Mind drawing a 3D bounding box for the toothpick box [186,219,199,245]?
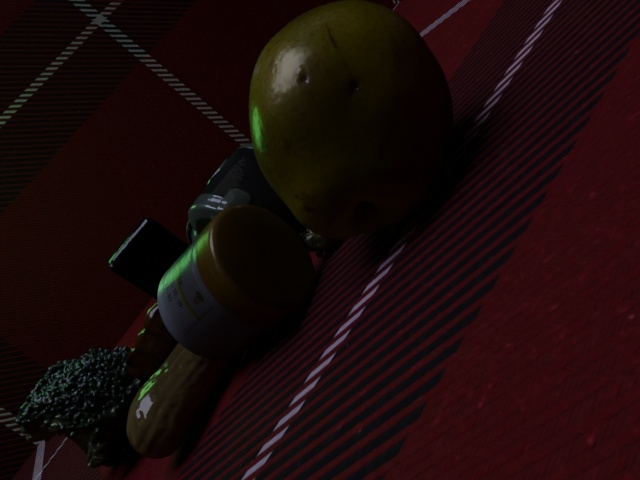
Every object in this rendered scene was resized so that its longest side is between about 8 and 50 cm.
[{"bbox_3d":[-0.315,-0.025,2.086,0.229,0.229,0.316,-52,16,-7],"label":"toothpick box"}]

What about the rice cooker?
[{"bbox_3d":[-0.164,-0.068,1.572,0.277,0.288,0.288,-57,15,-23],"label":"rice cooker"}]

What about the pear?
[{"bbox_3d":[0.053,-0.213,1.096,0.362,0.362,0.418,-37,49,43],"label":"pear"}]

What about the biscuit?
[{"bbox_3d":[-0.328,0.178,1.461,0.326,0.107,0.326,-62,4,7],"label":"biscuit"}]

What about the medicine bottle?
[{"bbox_3d":[-0.169,0.085,1.252,0.232,0.238,0.238,-40,17,36],"label":"medicine bottle"}]

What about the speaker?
[{"bbox_3d":[-0.432,0.092,1.882,0.180,0.388,0.184,-51,31,-4],"label":"speaker"}]

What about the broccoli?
[{"bbox_3d":[-0.543,0.433,1.529,0.347,0.281,0.293,-17,33,-12],"label":"broccoli"}]

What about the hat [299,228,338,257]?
[{"bbox_3d":[-0.001,0.000,1.311,0.076,0.059,0.077,-21,11,-5],"label":"hat"}]

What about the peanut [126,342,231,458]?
[{"bbox_3d":[-0.281,0.295,1.278,0.147,0.147,0.319,-38,17,41],"label":"peanut"}]
